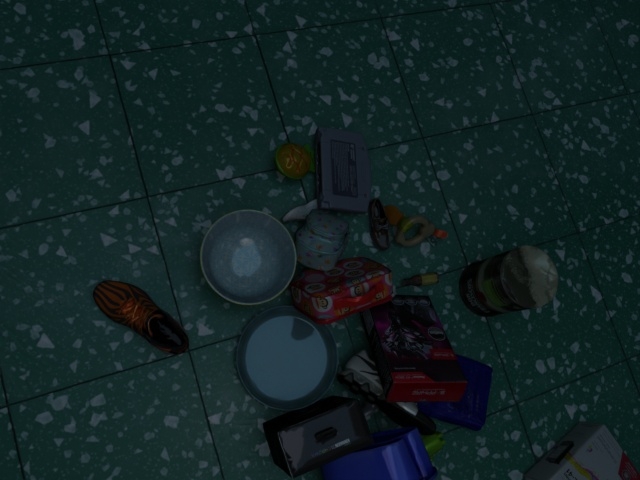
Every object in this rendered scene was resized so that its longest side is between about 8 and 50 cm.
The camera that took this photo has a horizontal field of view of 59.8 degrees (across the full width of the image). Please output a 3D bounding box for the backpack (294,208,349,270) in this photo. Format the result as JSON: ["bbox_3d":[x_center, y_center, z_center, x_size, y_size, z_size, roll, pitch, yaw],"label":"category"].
[{"bbox_3d":[0.000,0.000,1.752,0.166,0.144,0.188,23,41,3],"label":"backpack"}]

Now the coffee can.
[{"bbox_3d":[0.618,0.141,1.853,0.202,0.275,0.201,3,76,-14],"label":"coffee can"}]

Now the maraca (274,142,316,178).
[{"bbox_3d":[-0.078,-0.268,1.862,0.186,0.099,0.127,-16,90,-43],"label":"maraca"}]

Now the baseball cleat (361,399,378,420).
[{"bbox_3d":[0.164,0.485,1.769,0.206,0.072,0.109,-37,82,-29],"label":"baseball cleat"}]

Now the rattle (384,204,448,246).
[{"bbox_3d":[0.329,-0.051,1.952,0.200,0.143,0.130,-3,110,-31],"label":"rattle"}]

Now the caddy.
[{"bbox_3d":[0.162,0.663,1.591,0.241,0.342,0.179,4,68,-59],"label":"caddy"}]

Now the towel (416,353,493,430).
[{"bbox_3d":[0.417,0.476,1.811,0.309,0.076,0.227,21,74,-16],"label":"towel"}]

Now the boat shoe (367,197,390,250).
[{"bbox_3d":[0.199,-0.056,1.896,0.066,0.066,0.183,-13,79,-10],"label":"boat shoe"}]

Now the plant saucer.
[{"bbox_3d":[-0.103,0.362,1.726,0.318,0.043,0.317,4,73,-12],"label":"plant saucer"}]

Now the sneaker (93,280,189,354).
[{"bbox_3d":[-0.506,0.208,1.589,0.321,0.180,0.124,33,71,-5],"label":"sneaker"}]

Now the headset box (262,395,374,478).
[{"bbox_3d":[-0.013,0.550,1.586,0.247,0.283,0.131,-17,82,-17],"label":"headset box"}]

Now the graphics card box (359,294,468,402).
[{"bbox_3d":[0.273,0.320,1.709,0.233,0.094,0.370,3,36,-13],"label":"graphics card box"}]

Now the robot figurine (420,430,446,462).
[{"bbox_3d":[0.340,0.651,1.770,0.115,0.067,0.101,-26,93,-19],"label":"robot figurine"}]

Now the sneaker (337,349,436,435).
[{"bbox_3d":[0.226,0.451,1.689,0.331,0.122,0.146,35,57,10],"label":"sneaker"}]

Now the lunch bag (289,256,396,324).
[{"bbox_3d":[0.076,0.149,1.703,0.293,0.258,0.120,-17,107,-24],"label":"lunch bag"}]

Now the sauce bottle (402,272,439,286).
[{"bbox_3d":[0.342,0.135,1.905,0.128,0.042,0.042,-6,79,-14],"label":"sauce bottle"}]

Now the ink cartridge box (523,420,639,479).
[{"bbox_3d":[0.870,0.787,1.847,0.306,0.131,0.226,-33,88,-21],"label":"ink cartridge box"}]

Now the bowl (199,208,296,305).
[{"bbox_3d":[-0.227,0.063,1.710,0.290,0.156,0.289,3,77,-14],"label":"bowl"}]

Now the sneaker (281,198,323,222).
[{"bbox_3d":[-0.057,-0.087,1.845,0.152,0.054,0.061,-24,87,-19],"label":"sneaker"}]

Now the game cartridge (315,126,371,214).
[{"bbox_3d":[0.080,-0.236,1.897,0.196,0.060,0.293,5,74,-22],"label":"game cartridge"}]
